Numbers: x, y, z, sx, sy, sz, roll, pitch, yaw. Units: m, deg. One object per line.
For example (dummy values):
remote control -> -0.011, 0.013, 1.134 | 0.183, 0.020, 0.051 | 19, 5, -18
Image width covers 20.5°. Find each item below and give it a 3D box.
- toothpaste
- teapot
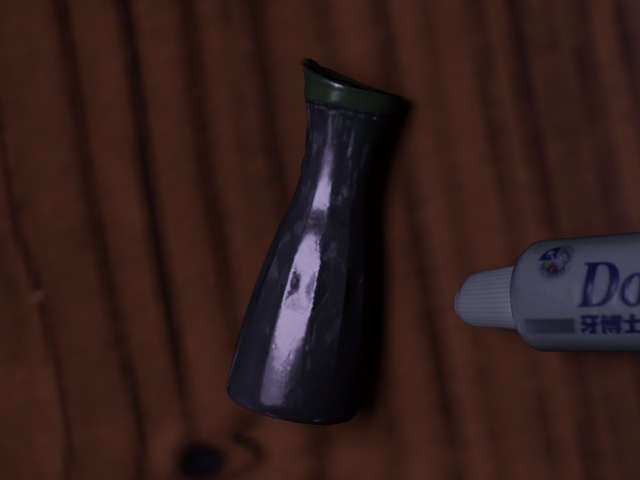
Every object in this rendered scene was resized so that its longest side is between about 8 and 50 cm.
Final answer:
toothpaste -> 0.121, 0.012, 0.466 | 0.197, 0.029, 0.048 | -4, 90, 37
teapot -> 0.000, 0.000, 0.558 | 0.042, 0.042, 0.111 | 16, 100, 38
